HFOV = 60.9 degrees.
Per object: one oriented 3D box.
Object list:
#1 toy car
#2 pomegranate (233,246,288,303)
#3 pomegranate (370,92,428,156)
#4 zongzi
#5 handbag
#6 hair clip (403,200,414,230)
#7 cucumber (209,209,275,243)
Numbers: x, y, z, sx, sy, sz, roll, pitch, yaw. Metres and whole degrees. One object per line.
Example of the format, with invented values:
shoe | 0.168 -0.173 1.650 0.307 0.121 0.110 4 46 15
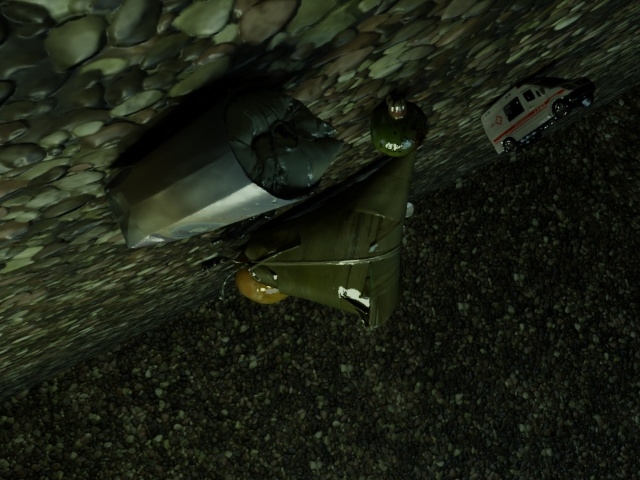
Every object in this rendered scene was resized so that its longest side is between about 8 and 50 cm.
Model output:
toy car | 0.397 -0.249 1.005 0.089 0.108 0.209 -22 171 -30
pomegranate | -0.126 0.078 1.395 0.196 0.196 0.196 -26 177 -2
pomegranate | 0.100 -0.143 0.665 0.073 0.073 0.085 -24 161 -33
zongzi | -0.026 -0.044 1.170 0.446 0.419 0.181 13 -158 14
handbag | -0.076 -0.059 0.440 0.173 0.095 0.117 -19 -173 33
hair clip | 0.142 -0.060 1.550 0.256 0.146 0.075 -10 -146 6
cucumber | -0.135 -0.024 0.934 0.043 0.039 0.163 4 156 -38
